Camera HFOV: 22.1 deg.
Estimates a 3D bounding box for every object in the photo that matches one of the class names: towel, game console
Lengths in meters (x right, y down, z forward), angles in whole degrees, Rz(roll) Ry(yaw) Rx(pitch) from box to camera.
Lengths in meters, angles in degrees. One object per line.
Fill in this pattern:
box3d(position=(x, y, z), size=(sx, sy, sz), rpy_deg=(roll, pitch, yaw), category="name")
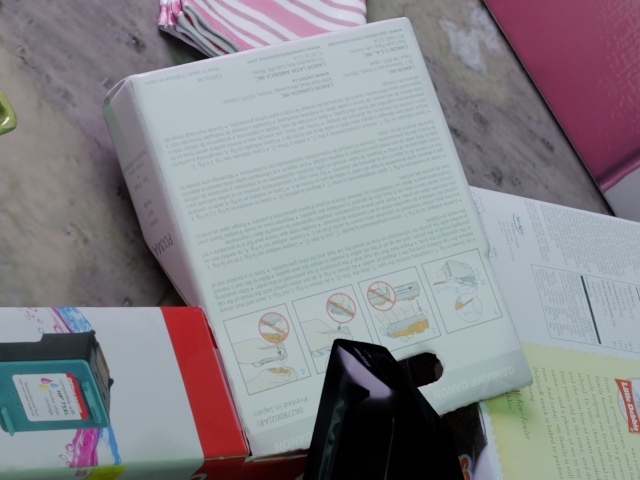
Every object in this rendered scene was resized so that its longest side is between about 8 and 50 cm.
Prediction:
box3d(position=(-0.027, -0.175, 1.055), size=(0.144, 0.029, 0.197), rpy_deg=(26, 47, -24), category="towel")
box3d(position=(0.014, 0.238, 0.700), size=(0.213, 0.044, 0.361), rpy_deg=(67, 30, -51), category="game console")

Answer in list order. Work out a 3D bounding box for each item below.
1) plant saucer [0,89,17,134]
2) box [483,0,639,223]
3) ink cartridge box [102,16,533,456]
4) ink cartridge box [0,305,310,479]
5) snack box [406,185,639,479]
box3d(position=(-0.270, -0.094, 0.782), size=(0.188, 0.045, 0.188), rpy_deg=(-28, 81, -47), category="plant saucer")
box3d(position=(0.246, -0.135, 1.180), size=(0.149, 0.127, 0.232), rpy_deg=(-17, 72, -46), category="box")
box3d(position=(0.000, 0.000, 0.907), size=(0.181, 0.056, 0.224), rpy_deg=(-15, 83, -26), category="ink cartridge box")
box3d(position=(-0.128, 0.091, 0.700), size=(0.231, 0.134, 0.078), rpy_deg=(2, 59, -40), category="ink cartridge box")
box3d(position=(0.149, 0.124, 0.961), size=(0.187, 0.060, 0.322), rpy_deg=(11, 54, -32), category="snack box")
